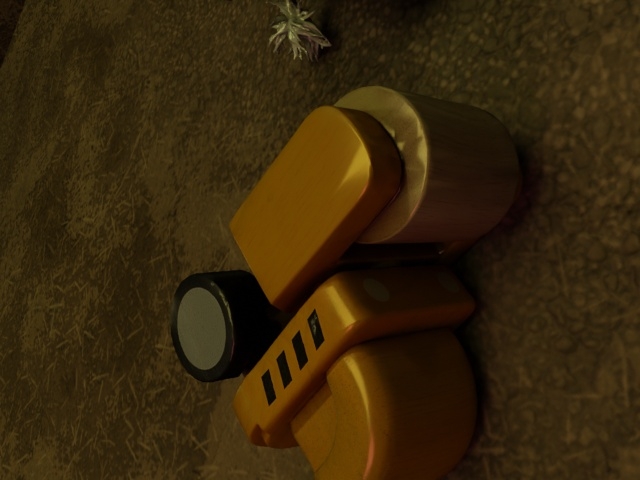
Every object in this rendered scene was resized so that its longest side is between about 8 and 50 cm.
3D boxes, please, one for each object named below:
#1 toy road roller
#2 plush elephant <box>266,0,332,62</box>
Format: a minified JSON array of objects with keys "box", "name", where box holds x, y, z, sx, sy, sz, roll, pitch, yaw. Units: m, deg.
[{"box":[0.051,0.063,0.591,0.329,0.202,0.241,-53,57,32],"name":"toy road roller"},{"box":[0.002,-0.344,0.717,0.255,0.271,0.330,27,129,62],"name":"plush elephant"}]
